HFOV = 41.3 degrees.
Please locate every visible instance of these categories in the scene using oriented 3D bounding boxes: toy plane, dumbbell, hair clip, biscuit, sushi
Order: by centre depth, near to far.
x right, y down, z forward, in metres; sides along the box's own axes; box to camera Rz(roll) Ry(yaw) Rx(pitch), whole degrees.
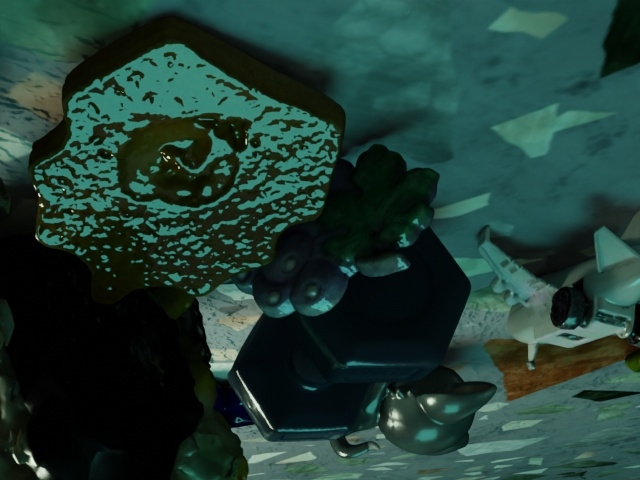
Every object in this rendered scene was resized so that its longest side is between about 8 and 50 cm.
[{"bbox_3d":[-0.095,-0.034,0.545,0.182,0.034,0.215,24,125,-29],"label":"biscuit"},{"bbox_3d":[0.001,0.000,0.607,0.195,0.124,0.052,-21,147,31],"label":"hair clip"},{"bbox_3d":[-0.197,0.155,0.713,0.285,0.328,0.329,2,142,-47],"label":"sushi"},{"bbox_3d":[0.012,0.093,0.800,0.144,0.156,0.316,-28,166,-26],"label":"dumbbell"},{"bbox_3d":[0.249,0.060,0.823,0.251,0.101,0.255,14,152,-13],"label":"toy plane"}]

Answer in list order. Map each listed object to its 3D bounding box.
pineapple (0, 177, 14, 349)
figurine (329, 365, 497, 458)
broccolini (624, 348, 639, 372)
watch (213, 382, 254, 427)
[{"bbox_3d":[-0.330,0.040,0.410,0.352,0.300,0.352,-6,155,-3],"label":"pineapple"},{"bbox_3d":[0.087,0.213,1.096,0.265,0.140,0.193,-11,142,-25],"label":"figurine"},{"bbox_3d":[0.446,0.095,1.019,0.074,0.079,0.392,-17,163,-1],"label":"broccolini"},{"bbox_3d":[-0.181,0.290,1.125,0.196,0.200,0.171,-13,152,24],"label":"watch"}]
